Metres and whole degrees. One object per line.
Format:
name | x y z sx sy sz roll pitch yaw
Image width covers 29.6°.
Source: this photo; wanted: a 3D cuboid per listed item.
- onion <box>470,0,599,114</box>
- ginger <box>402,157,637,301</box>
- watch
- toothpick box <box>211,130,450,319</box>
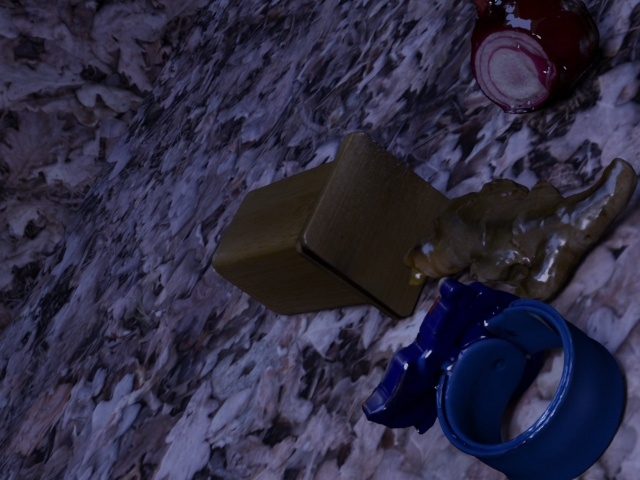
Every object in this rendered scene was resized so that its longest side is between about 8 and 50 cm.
onion | 0.267 -0.273 1.567 0.173 0.198 0.135 -28 4 46
ginger | 0.225 -0.002 1.419 0.333 0.080 0.166 -2 70 50
watch | 0.187 0.150 1.212 0.196 0.171 0.200 -61 36 9
toothpick box | 0.000 0.000 1.671 0.308 0.187 0.190 -15 45 57
